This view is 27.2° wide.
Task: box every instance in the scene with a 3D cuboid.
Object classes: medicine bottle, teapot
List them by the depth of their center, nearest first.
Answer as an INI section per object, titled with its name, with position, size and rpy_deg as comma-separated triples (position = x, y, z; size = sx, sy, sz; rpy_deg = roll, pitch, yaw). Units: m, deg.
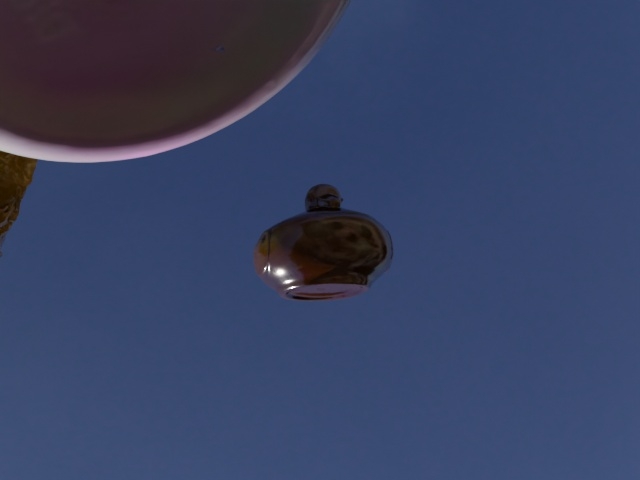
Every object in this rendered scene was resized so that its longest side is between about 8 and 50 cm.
[medicine bottle]
position = -0.134, -0.228, 0.680
size = 0.256, 0.256, 0.325
rpy_deg = 24, -148, -41
[teapot]
position = 0.000, 0.000, 0.949
size = 0.098, 0.129, 0.078
rpy_deg = 0, -101, -11

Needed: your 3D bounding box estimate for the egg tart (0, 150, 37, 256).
[egg tart]
position = -0.300, -0.078, 1.102
size = 0.129, 0.341, 0.341
rpy_deg = 20, -109, -13
